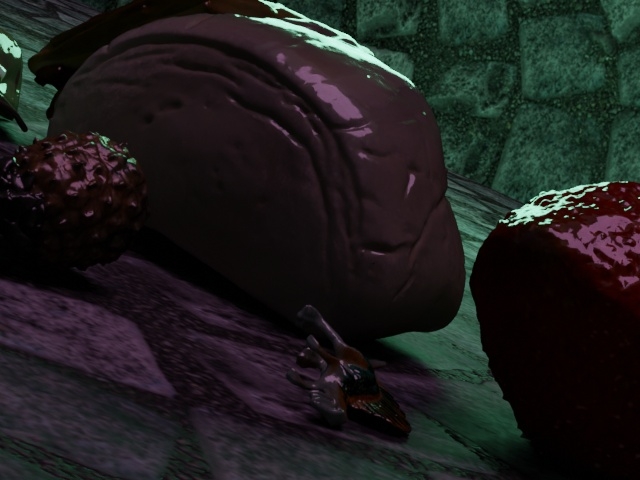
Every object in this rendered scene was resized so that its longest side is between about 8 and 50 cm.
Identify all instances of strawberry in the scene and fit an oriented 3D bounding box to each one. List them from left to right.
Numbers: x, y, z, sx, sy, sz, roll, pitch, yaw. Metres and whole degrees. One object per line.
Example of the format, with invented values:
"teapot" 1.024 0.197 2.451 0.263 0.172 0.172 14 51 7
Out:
"strawberry" 0.234 0.060 1.308 0.257 0.257 0.277 30 0 43

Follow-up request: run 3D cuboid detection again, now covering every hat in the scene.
"hat" -0.364 -0.188 1.797 0.166 0.144 0.173 15 -12 -32

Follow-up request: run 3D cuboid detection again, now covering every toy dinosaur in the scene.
"toy dinosaur" 0.029 0.105 1.227 0.106 0.044 0.187 44 6 34

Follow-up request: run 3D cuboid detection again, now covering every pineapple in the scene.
"pineapple" -0.215 -0.025 1.216 0.108 0.108 0.198 28 23 34

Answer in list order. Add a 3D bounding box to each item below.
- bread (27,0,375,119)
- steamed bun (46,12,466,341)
"bread" -0.116 -0.142 1.827 0.277 0.167 0.324 -17 -21 29
"steamed bun" -0.038 -0.078 1.518 0.383 0.236 0.247 27 10 31
